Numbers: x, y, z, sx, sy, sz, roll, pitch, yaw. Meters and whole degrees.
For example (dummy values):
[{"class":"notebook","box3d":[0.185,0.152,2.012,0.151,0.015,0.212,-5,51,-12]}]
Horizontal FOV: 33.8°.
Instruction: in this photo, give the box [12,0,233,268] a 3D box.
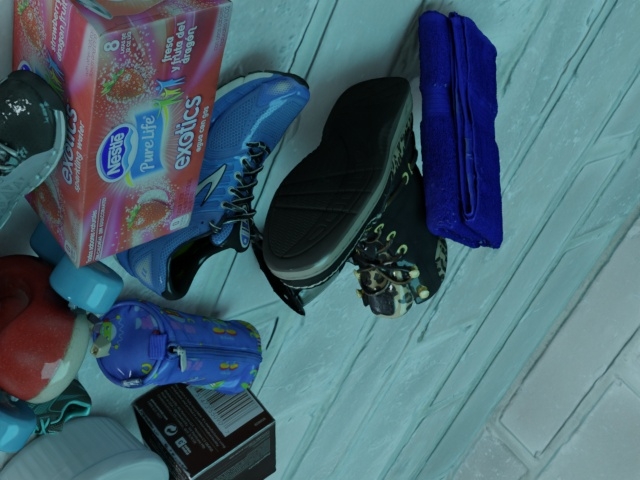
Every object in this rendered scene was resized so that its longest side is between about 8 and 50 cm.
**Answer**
[{"class":"box","box3d":[-0.206,-0.140,1.034,0.142,0.154,0.300,-23,149,-34]}]

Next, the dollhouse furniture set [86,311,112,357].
[{"class":"dollhouse furniture set","box3d":[-0.275,0.073,1.346,0.081,0.091,0.114,-32,153,-56]}]

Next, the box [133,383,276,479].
[{"class":"box","box3d":[-0.185,0.326,1.734,0.167,0.168,0.203,-33,151,-23]}]

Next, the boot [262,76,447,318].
[{"class":"boot","box3d":[0.064,-0.007,1.398,0.377,0.138,0.284,-67,146,-44]}]

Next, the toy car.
[{"class":"toy car","box3d":[-0.376,0.064,1.115,0.238,0.210,0.219,30,96,-34]}]

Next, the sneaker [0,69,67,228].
[{"class":"sneaker","box3d":[-0.316,-0.046,0.955,0.228,0.086,0.132,-50,-177,39]}]

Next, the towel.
[{"class":"towel","box3d":[0.211,-0.150,1.483,0.076,0.308,0.228,-5,171,28]}]

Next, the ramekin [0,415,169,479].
[{"class":"ramekin","box3d":[-0.376,0.385,1.599,0.273,0.127,0.273,-34,152,-21]}]

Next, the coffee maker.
[{"class":"coffee maker","box3d":[0.000,0.000,1.570,0.178,0.120,0.171,-37,153,-15]}]

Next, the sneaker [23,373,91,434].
[{"class":"sneaker","box3d":[-0.379,0.234,1.415,0.166,0.076,0.065,-30,150,-37]}]

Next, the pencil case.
[{"class":"pencil case","box3d":[-0.194,0.159,1.520,0.306,0.133,0.119,21,79,-63]}]

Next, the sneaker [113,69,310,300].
[{"class":"sneaker","box3d":[-0.113,-0.061,1.288,0.330,0.147,0.130,-52,153,14]}]
